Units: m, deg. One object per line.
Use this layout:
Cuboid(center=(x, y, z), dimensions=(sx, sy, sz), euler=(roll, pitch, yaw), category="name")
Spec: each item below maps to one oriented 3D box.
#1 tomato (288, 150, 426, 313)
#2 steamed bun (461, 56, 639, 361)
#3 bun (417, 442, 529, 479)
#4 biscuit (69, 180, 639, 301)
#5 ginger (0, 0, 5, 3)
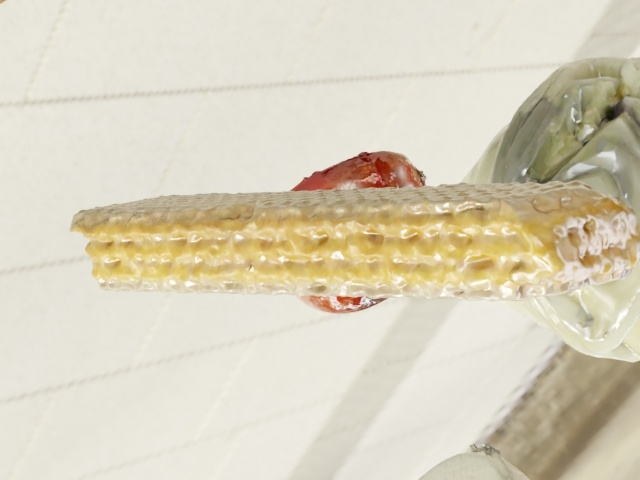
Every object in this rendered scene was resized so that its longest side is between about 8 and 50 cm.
Cuboid(center=(0.032, 0.007, 1.075), dimensions=(0.139, 0.091, 0.159), euler=(-23, 160, -2), category="tomato")
Cuboid(center=(0.328, -0.048, 1.584), dimensions=(0.339, 0.352, 0.247), euler=(-62, 151, 4), category="steamed bun")
Cuboid(center=(0.197, 0.403, 1.696), dimensions=(0.175, 0.263, 0.263), euler=(37, 105, -20), category="bun")
Cuboid(center=(0.000, 0.000, 0.797), dimensions=(0.094, 0.378, 0.054), euler=(-12, 98, -46), category="biscuit")
Cuboid(center=(-0.491, -0.300, 1.485), dimensions=(0.357, 0.152, 0.274), euler=(-34, 118, 14), category="ginger")
